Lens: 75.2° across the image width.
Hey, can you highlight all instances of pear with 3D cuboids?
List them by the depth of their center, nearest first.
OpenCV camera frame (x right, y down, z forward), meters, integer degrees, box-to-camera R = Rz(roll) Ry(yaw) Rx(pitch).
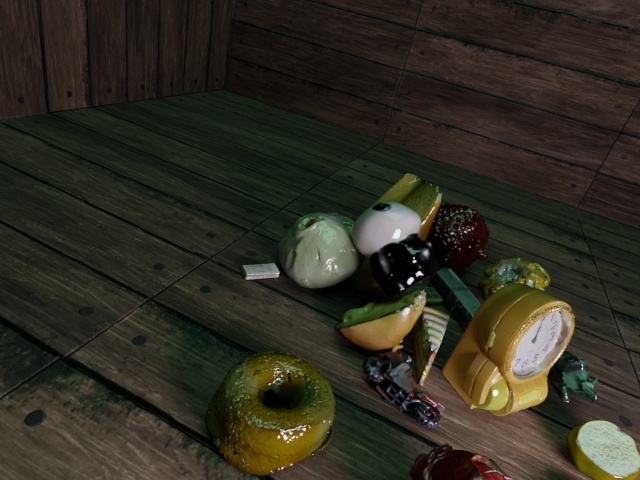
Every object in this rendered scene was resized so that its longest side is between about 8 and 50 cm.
[{"bbox_3d":[0.625,0.479,0.924,0.141,0.104,0.141,-8,37,6],"label":"pear"}]

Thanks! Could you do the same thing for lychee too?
[{"bbox_3d":[0.491,-0.010,1.545,0.264,0.264,0.300,-16,37,-42],"label":"lychee"}]

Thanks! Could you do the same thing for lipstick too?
[{"bbox_3d":[0.458,0.202,1.348,0.076,0.077,0.289,2,32,-22],"label":"lipstick"}]

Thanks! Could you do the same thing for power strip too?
[{"bbox_3d":[0.318,0.182,1.370,0.169,0.028,0.076,2,33,-21],"label":"power strip"}]

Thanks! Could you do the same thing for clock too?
[{"bbox_3d":[0.472,0.256,1.025,0.244,0.317,0.200,-5,28,-29],"label":"clock"}]

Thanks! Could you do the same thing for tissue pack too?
[{"bbox_3d":[-0.188,0.096,1.298,0.108,0.023,0.056,-1,33,-26],"label":"tissue pack"}]

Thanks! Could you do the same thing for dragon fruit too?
[{"bbox_3d":[0.254,0.458,0.685,0.274,0.193,0.192,14,65,47],"label":"dragon fruit"}]

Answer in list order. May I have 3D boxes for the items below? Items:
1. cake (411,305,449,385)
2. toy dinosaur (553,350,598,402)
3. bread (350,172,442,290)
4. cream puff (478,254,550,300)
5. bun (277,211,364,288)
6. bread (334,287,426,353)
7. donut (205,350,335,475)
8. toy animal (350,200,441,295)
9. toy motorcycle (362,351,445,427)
[{"bbox_3d":[0.301,0.278,1.114,0.090,0.109,0.225,16,29,1],"label":"cake"},{"bbox_3d":[0.680,0.364,1.180,0.079,0.120,0.292,-1,7,-6],"label":"toy dinosaur"},{"bbox_3d":[0.220,-0.049,1.391,0.245,0.361,0.233,-2,34,-31],"label":"bread"},{"bbox_3d":[0.665,0.152,1.423,0.195,0.221,0.194,32,47,-42],"label":"cream puff"},{"bbox_3d":[0.000,0.000,1.318,0.293,0.187,0.293,-3,42,2],"label":"bun"},{"bbox_3d":[0.176,0.234,1.121,0.251,0.133,0.174,-22,6,30],"label":"bread"},{"bbox_3d":[-0.090,0.332,0.857,0.272,0.107,0.272,13,28,-7],"label":"donut"},{"bbox_3d":[0.219,0.017,1.216,0.212,0.212,0.266,-11,72,-37],"label":"toy animal"},{"bbox_3d":[0.204,0.342,0.991,0.212,0.084,0.118,38,35,23],"label":"toy motorcycle"}]
